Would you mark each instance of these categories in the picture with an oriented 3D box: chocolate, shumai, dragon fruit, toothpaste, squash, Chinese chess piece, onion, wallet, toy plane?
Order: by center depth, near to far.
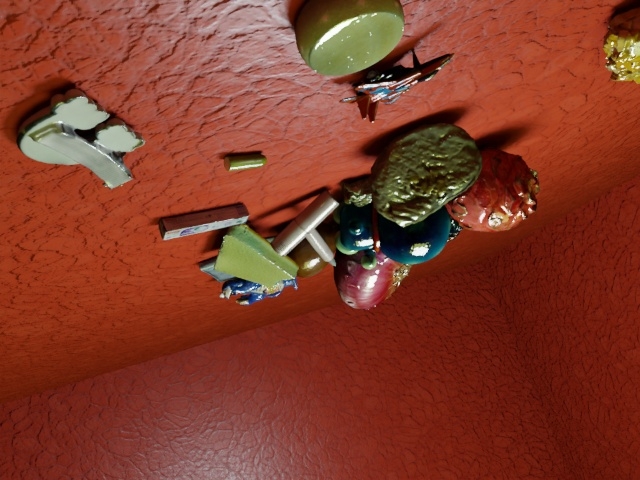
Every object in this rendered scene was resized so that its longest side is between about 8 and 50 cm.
[{"bbox_3d":[0.037,-0.275,0.795,0.144,0.058,0.144,-19,165,-5],"label":"Chinese chess piece"},{"bbox_3d":[0.126,-0.260,0.986,0.189,0.061,0.130,-31,163,26],"label":"toy plane"},{"bbox_3d":[-0.137,-0.146,1.134,0.083,0.027,0.027,-11,164,-36],"label":"squash"},{"bbox_3d":[-0.256,-0.043,1.353,0.196,0.040,0.047,-13,161,-27],"label":"toothpaste"},{"bbox_3d":[0.222,-0.158,1.378,0.256,0.189,0.218,-30,-174,7],"label":"shumai"},{"bbox_3d":[0.087,-0.127,1.498,0.080,0.083,0.082,31,104,-35],"label":"shumai"},{"bbox_3d":[0.442,-0.130,1.600,0.252,0.240,0.241,-22,167,10],"label":"dragon fruit"},{"bbox_3d":[-0.029,0.022,1.698,0.177,0.176,0.177,-19,167,-4],"label":"chocolate"},{"bbox_3d":[0.144,0.026,1.823,0.347,0.286,0.347,-52,163,-24],"label":"onion"},{"bbox_3d":[-0.257,0.071,1.833,0.167,0.036,0.222,-20,166,3],"label":"wallet"}]

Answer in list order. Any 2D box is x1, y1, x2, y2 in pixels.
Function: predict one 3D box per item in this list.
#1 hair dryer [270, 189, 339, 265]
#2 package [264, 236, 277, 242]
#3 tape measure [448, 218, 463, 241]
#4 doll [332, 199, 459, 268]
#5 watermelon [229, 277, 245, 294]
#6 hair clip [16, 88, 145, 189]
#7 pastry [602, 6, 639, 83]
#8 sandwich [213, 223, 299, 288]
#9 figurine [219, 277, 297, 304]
[{"bbox_3d":[0.010,-0.007,1.564,0.195,0.053,0.220,-44,135,11],"label":"hair dryer"},{"bbox_3d":[-0.168,0.004,1.726,0.110,0.015,0.037,-8,157,-46],"label":"package"},{"bbox_3d":[0.365,-0.044,2.069,0.223,0.135,0.202,-17,177,0],"label":"tape measure"},{"bbox_3d":[0.190,-0.033,1.562,0.322,0.198,0.186,-7,-179,4],"label":"doll"},{"bbox_3d":[-0.266,0.139,2.057,0.085,0.085,0.061,-16,-159,-16],"label":"watermelon"},{"bbox_3d":[-0.334,-0.133,0.854,0.140,0.054,0.220,-17,165,9],"label":"hair clip"},{"bbox_3d":[0.612,-0.368,1.146,0.154,0.102,0.250,-13,173,24],"label":"pastry"},{"bbox_3d":[-0.155,0.041,1.576,0.212,0.063,0.245,18,154,-9],"label":"sandwich"},{"bbox_3d":[-0.199,0.131,1.986,0.262,0.120,0.164,-8,159,-18],"label":"figurine"}]
